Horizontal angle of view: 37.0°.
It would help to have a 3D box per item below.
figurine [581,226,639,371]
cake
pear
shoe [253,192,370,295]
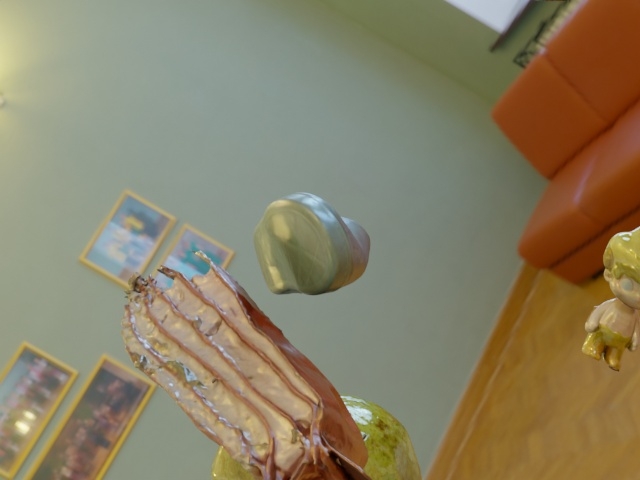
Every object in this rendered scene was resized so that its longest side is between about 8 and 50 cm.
[{"bbox_3d":[0.476,0.073,1.439,0.246,0.156,0.131,-62,6,10],"label":"figurine"},{"bbox_3d":[-0.057,0.116,0.756,0.098,0.287,0.135,-46,-31,2],"label":"cake"},{"bbox_3d":[0.004,0.361,1.407,0.304,0.303,0.304,-60,2,4],"label":"pear"},{"bbox_3d":[0.000,0.000,0.750,0.078,0.079,0.195,-22,-2,-20],"label":"shoe"}]
